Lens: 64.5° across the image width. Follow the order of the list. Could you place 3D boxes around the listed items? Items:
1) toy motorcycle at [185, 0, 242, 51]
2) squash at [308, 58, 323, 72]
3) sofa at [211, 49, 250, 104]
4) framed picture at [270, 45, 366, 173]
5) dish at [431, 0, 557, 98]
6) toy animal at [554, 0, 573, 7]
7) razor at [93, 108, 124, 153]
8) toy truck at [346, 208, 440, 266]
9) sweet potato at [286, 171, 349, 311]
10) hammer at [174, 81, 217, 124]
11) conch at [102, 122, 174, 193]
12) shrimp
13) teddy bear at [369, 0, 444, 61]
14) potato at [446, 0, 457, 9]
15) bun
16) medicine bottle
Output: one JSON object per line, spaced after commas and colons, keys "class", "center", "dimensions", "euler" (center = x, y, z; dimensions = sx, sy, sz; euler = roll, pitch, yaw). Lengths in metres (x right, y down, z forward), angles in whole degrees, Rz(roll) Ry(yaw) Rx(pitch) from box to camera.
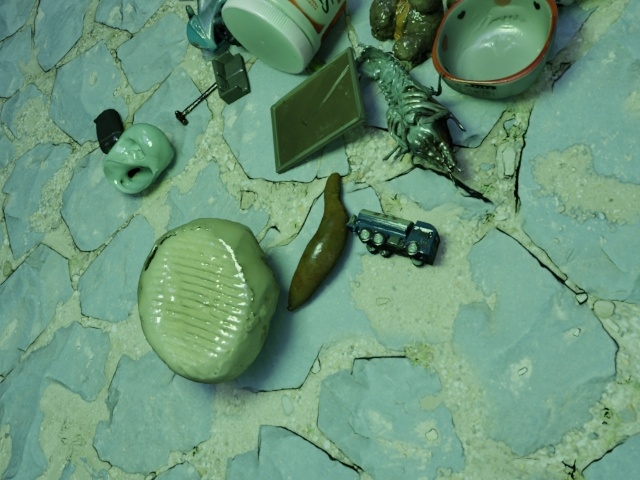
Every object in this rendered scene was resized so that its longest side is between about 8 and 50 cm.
{"class": "toy motorcycle", "center": [-0.306, -0.715, 1.493], "dimensions": [0.232, 0.172, 0.416], "euler": [-22, 69, 13]}
{"class": "squash", "center": [0.001, -0.445, 1.332], "dimensions": [0.027, 0.027, 0.083], "euler": [-45, 60, 6]}
{"class": "sofa", "center": [-0.259, -0.475, 1.452], "dimensions": [0.085, 0.060, 0.147], "euler": [-23, 63, 17]}
{"class": "framed picture", "center": [-0.018, -0.315, 1.249], "dimensions": [0.289, 0.016, 0.213], "euler": [-26, 60, 37]}
{"class": "dish", "center": [0.373, -0.405, 1.082], "dimensions": [0.256, 0.117, 0.256], "euler": [-9, 69, 24]}
{"class": "toy animal", "center": [0.512, -0.558, 1.059], "dimensions": [0.179, 0.166, 0.138], "euler": [-24, 62, 30]}
{"class": "razor", "center": [-0.671, -0.351, 1.614], "dimensions": [0.090, 0.054, 0.148], "euler": [-29, 63, 11]}
{"class": "toy truck", "center": [0.153, -0.011, 1.082], "dimensions": [0.202, 0.074, 0.088], "euler": [17, 71, 30]}
{"class": "sweet potato", "center": [0.006, -0.003, 1.142], "dimensions": [0.108, 0.079, 0.346], "euler": [5, 71, 46]}
{"class": "hammer", "center": [-0.358, -0.415, 1.505], "dimensions": [0.178, 0.021, 0.065], "euler": [-39, 60, 6]}
{"class": "conch", "center": [-0.519, -0.231, 1.458], "dimensions": [0.221, 0.121, 0.185], "euler": [-31, 65, 21]}
{"class": "shrimp", "center": [0.192, -0.289, 1.117], "dimensions": [0.221, 0.166, 0.410], "euler": [-54, 36, 39]}
{"class": "teddy bear", "center": [0.198, -0.531, 1.211], "dimensions": [0.190, 0.177, 0.140], "euler": [30, 42, 30]}
{"class": "potato", "center": [0.388, -0.582, 1.176], "dimensions": [0.198, 0.054, 0.119], "euler": [15, 77, 30]}
{"class": "bun", "center": [-0.237, 0.130, 1.146], "dimensions": [0.360, 0.211, 0.359], "euler": [-3, 82, 24]}
{"class": "medicine bottle", "center": [-0.084, -0.600, 1.293], "dimensions": [0.252, 0.252, 0.240], "euler": [28, 84, 31]}
